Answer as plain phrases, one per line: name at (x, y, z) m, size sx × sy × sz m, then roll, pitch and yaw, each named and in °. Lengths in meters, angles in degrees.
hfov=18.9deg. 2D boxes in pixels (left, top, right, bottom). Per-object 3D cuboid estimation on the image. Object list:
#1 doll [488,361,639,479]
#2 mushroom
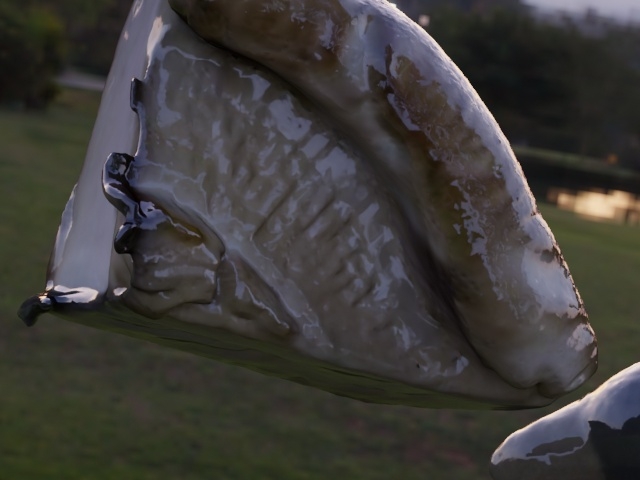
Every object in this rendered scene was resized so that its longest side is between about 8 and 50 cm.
doll at (0.241, 0.310, 1.631) m, size 0.382 × 0.252 × 0.378 m, roll -14°, pitch 35°, yaw 13°
mushroom at (0.025, -0.034, 1.403) m, size 0.397 × 0.313 × 0.224 m, roll 19°, pitch -13°, yaw -18°
